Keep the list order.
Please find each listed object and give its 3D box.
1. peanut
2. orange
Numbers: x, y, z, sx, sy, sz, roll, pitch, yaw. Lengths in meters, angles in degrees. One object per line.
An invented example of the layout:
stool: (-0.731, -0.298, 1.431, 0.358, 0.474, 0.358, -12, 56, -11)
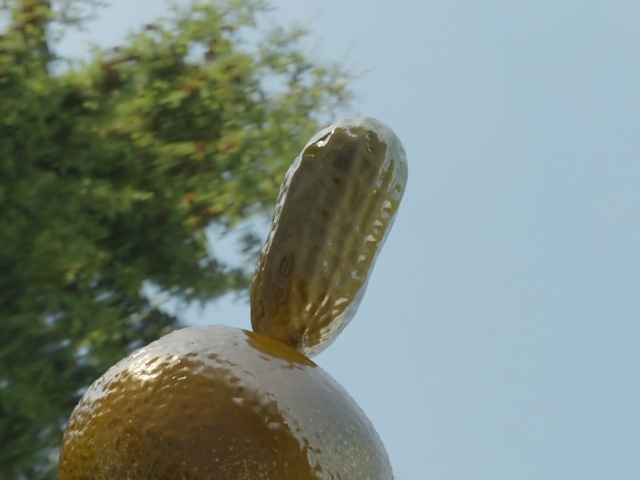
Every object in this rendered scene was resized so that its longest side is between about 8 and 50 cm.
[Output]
peanut: (0.000, 0.000, 1.423, 0.093, 0.083, 0.194, 30, -82, 43)
orange: (-0.063, 0.173, 1.313, 0.236, 0.236, 0.236, 8, -73, 28)
